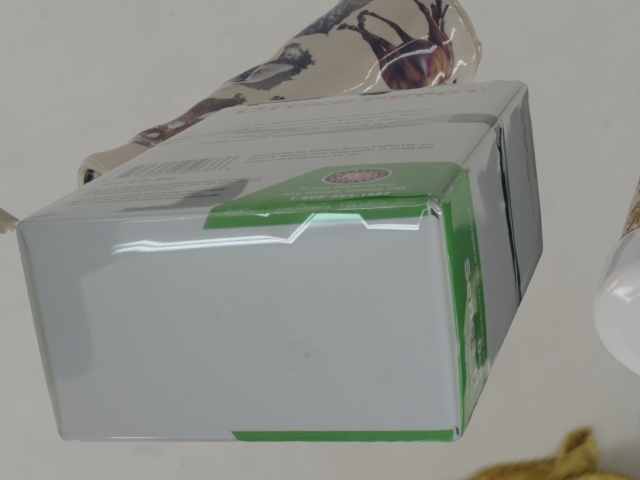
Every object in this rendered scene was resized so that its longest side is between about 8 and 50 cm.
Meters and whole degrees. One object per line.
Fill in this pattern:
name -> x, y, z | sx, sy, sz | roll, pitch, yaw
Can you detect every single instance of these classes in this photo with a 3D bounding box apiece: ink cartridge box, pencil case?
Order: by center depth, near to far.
ink cartridge box -> 0.000, 0.000, 0.547 | 0.153, 0.208, 0.087 | -3, 106, 18
pencil case -> -0.045, -0.106, 1.328 | 0.410, 0.183, 0.160 | -37, 125, -20

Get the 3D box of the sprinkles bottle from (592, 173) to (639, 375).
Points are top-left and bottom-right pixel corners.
sprinkles bottle -> 0.307, -0.047, 1.067 | 0.121, 0.355, 0.121 | 14, 133, 15

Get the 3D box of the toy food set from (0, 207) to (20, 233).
toy food set -> -0.395, 0.028, 1.317 | 0.128, 0.071, 0.218 | 42, 75, -19
